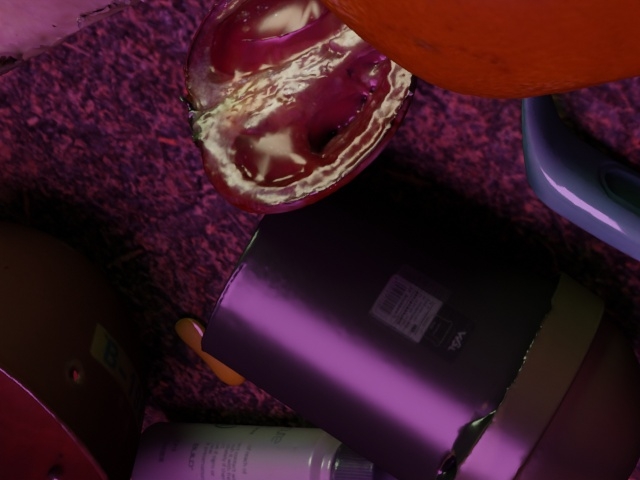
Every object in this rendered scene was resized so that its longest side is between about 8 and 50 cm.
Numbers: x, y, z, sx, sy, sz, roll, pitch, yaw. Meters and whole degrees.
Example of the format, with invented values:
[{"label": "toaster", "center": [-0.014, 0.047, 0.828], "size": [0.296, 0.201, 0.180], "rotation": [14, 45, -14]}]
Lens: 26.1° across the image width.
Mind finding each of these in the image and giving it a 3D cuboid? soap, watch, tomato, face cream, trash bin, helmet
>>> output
[{"label": "soap", "center": [-0.105, 0.107, 1.324], "size": [0.034, 0.012, 0.089], "rotation": [-23, 115, 41]}, {"label": "watch", "center": [0.238, -0.074, 0.940], "size": [0.237, 0.068, 0.195], "rotation": [31, 135, -1]}, {"label": "tomato", "center": [-0.005, -0.103, 0.991], "size": [0.173, 0.189, 0.099], "rotation": [-21, 156, 13]}, {"label": "face cream", "center": [-0.036, 0.225, 1.337], "size": [0.311, 0.092, 0.092], "rotation": [-2, 127, 31]}, {"label": "trash bin", "center": [0.090, 0.094, 1.063], "size": [0.334, 0.214, 0.214], "rotation": [28, 136, 4]}, {"label": "helmet", "center": [-0.291, 0.121, 1.282], "size": [0.337, 0.230, 0.385], "rotation": [1, 137, 25]}]

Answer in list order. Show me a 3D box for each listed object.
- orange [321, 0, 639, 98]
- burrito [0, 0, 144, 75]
[{"label": "orange", "center": [0.107, -0.223, 0.712], "size": [0.312, 0.312, 0.312], "rotation": [15, 134, 16]}, {"label": "burrito", "center": [-0.268, -0.225, 1.025], "size": [0.332, 0.135, 0.190], "rotation": [-17, 130, 40]}]
